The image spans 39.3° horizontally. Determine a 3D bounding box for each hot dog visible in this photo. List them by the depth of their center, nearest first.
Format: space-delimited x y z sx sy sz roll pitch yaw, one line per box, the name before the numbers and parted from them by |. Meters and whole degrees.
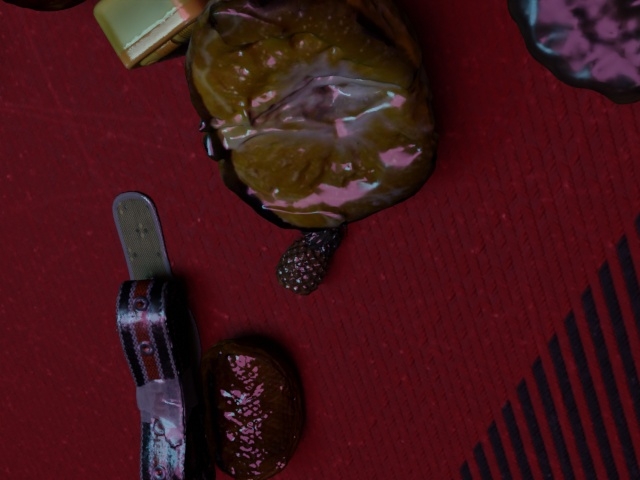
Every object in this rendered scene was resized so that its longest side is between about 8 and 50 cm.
hot dog | -0.111 0.249 1.353 0.160 0.099 0.227 6 110 18

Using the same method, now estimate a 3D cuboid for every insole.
insole | -0.255 0.077 1.395 0.109 0.007 0.322 -5 108 22

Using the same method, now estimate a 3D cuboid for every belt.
belt | -0.237 0.227 1.374 0.094 0.126 0.360 -1 111 19

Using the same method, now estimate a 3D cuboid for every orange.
orange | -0.001 -0.185 1.068 0.270 0.210 0.369 -5 134 15

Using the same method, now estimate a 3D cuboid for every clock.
clock | -0.171 -0.290 1.112 0.143 0.202 0.096 -31 96 28

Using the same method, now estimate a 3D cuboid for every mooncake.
mooncake | 0.338 -0.289 0.946 0.290 0.161 0.291 6 110 17

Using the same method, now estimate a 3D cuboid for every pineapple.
pineapple | 0.000 0.000 1.237 0.074 0.074 0.159 34 113 6

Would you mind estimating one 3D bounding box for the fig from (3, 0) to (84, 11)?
fig | -0.350 -0.409 1.122 0.263 0.224 0.224 -14 104 14
